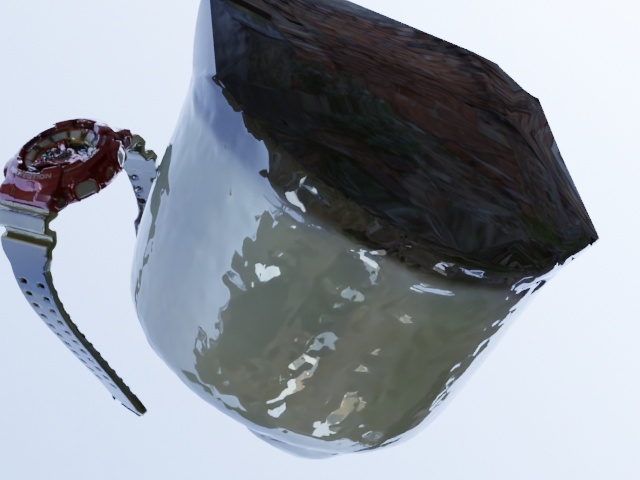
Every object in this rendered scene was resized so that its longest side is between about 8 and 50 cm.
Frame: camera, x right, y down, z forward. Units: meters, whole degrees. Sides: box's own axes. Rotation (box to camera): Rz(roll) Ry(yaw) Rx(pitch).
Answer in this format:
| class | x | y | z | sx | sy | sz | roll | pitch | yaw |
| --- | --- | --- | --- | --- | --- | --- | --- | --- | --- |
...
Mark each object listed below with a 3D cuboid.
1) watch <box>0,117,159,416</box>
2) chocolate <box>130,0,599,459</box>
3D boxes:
| class | x | y | z | sx | sy | sz | roll | pitch | yaw |
| --- | --- | --- | --- | --- | --- | --- | --- | --- | --- |
| watch | -0.186 | 0.018 | 1.081 | 0.165 | 0.102 | 0.268 | -56 | -39 | -29 |
| chocolate | 0.000 | 0.000 | 0.951 | 0.314 | 0.297 | 0.326 | 19 | -142 | -24 |
